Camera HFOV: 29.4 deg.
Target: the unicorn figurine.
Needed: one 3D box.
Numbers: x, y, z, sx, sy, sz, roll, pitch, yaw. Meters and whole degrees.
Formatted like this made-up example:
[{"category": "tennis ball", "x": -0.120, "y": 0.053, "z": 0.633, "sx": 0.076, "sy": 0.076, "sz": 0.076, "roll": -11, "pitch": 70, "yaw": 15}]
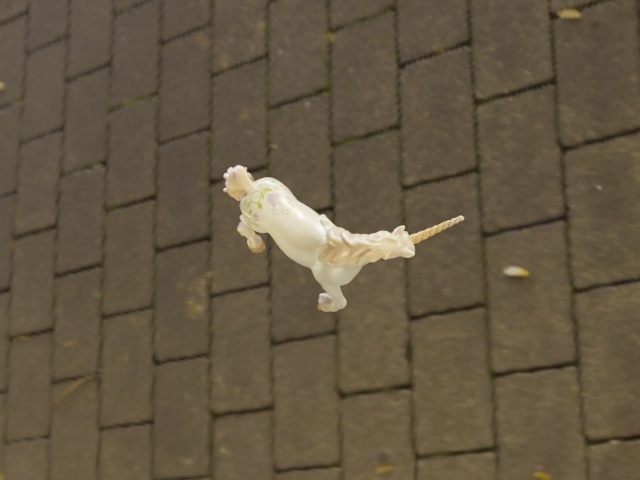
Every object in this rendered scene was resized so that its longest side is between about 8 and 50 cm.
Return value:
[{"category": "unicorn figurine", "x": 0.000, "y": 0.000, "z": 0.797, "sx": 0.162, "sy": 0.111, "sz": 0.060, "roll": 23, "pitch": 69, "yaw": 6}]
